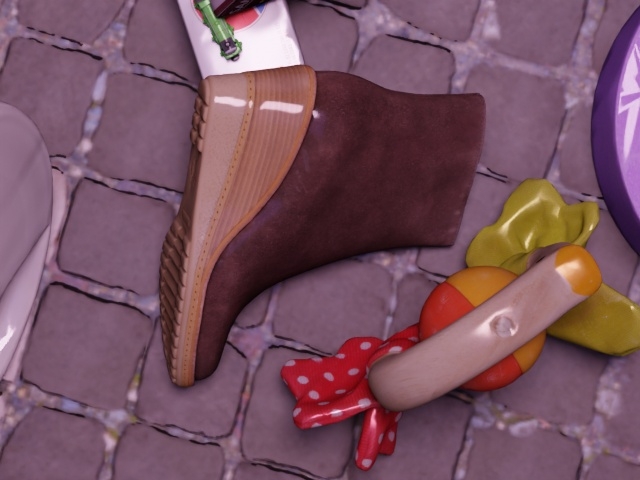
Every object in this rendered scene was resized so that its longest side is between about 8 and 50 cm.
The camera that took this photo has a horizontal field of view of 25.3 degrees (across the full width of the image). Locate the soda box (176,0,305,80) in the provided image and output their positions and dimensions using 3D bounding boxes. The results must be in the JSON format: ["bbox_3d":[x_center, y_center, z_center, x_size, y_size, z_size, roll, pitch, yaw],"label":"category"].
[{"bbox_3d":[-0.074,-0.204,1.012,0.074,0.069,0.216,-18,91,0],"label":"soda box"}]

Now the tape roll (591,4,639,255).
[{"bbox_3d":[0.336,-0.081,1.007,0.275,0.090,0.275,0,90,0],"label":"tape roll"}]

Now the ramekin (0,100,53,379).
[{"bbox_3d":[-0.292,0.024,0.925,0.127,0.273,0.273,18,91,11],"label":"ramekin"}]

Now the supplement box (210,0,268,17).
[{"bbox_3d":[0.017,-0.253,0.968,0.239,0.073,0.130,-24,91,-23],"label":"supplement box"}]

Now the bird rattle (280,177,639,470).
[{"bbox_3d":[0.092,0.056,0.954,0.253,0.207,0.143,-25,86,-5],"label":"bird rattle"}]

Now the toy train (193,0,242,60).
[{"bbox_3d":[-0.077,-0.160,0.966,0.017,0.024,0.083,-29,90,0],"label":"toy train"}]

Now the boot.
[{"bbox_3d":[0.000,0.000,1.004,0.207,0.090,0.248,5,116,-19],"label":"boot"}]
